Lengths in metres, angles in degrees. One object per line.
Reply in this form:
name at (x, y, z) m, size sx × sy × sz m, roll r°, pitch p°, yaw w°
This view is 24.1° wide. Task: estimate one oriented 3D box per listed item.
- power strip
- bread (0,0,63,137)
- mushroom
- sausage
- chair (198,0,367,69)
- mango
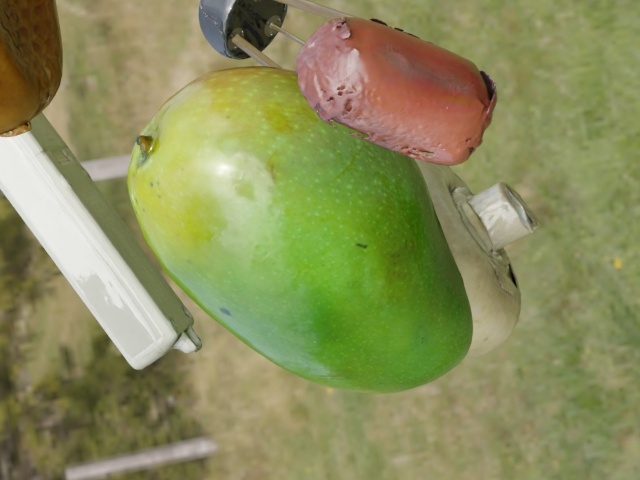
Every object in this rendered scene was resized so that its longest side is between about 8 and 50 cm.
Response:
power strip at (-0.231, -0.021, 1.396) m, size 0.338 × 0.058 × 0.098 m, roll 54°, pitch -171°, yaw -1°
bread at (-0.159, -0.131, 0.591) m, size 0.114 × 0.077 × 0.189 m, roll -47°, pitch -53°, yaw -72°
mushroom at (0.136, 0.009, 1.616) m, size 0.246 × 0.202 × 0.246 m, roll 58°, pitch -166°, yaw -23°
sausage at (0.050, -0.097, 0.957) m, size 0.076 × 0.141 × 0.076 m, roll -46°, pitch 33°, yaw 44°
chair at (-0.011, -0.187, 1.457) m, size 0.221 × 0.104 × 0.095 m, roll 32°, pitch -175°, yaw 26°
mango at (0.000, 0.000, 1.297) m, size 0.382 × 0.225 × 0.201 m, roll 43°, pitch -178°, yaw -31°
